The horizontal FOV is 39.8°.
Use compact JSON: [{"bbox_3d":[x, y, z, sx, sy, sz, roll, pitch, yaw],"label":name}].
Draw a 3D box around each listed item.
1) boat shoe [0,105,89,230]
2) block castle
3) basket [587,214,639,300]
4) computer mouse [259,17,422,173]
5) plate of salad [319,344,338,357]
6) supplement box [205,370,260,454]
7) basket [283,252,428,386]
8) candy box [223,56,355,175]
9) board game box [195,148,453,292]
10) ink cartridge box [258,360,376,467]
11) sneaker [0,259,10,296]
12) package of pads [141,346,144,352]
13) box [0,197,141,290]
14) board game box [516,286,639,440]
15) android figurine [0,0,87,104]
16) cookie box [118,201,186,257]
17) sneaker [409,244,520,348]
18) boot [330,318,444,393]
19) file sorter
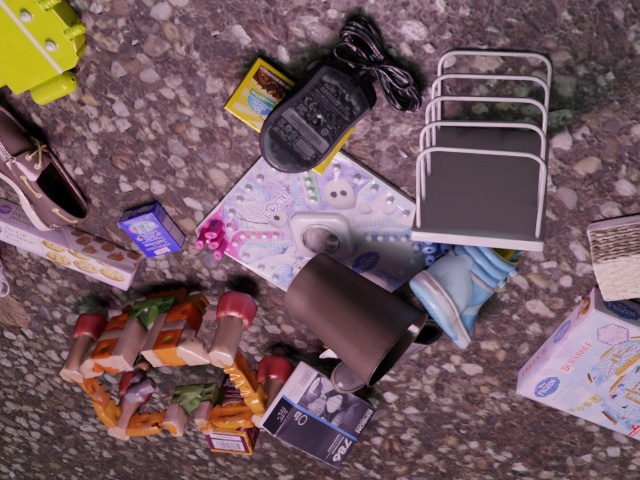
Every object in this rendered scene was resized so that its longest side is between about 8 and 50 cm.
[{"bbox_3d":[-0.559,-0.145,1.708,0.097,0.116,0.324,-6,135,16],"label":"boat shoe"},{"bbox_3d":[-0.315,0.266,1.962,0.454,0.212,0.303,-9,130,22],"label":"block castle"},{"bbox_3d":[0.560,0.028,1.540,0.167,0.103,0.113,-11,130,25],"label":"basket"},{"bbox_3d":[0.015,-0.219,1.456,0.272,0.072,0.188,-39,112,11],"label":"computer mouse"},{"bbox_3d":[0.086,0.193,1.823,0.200,0.200,0.048,-36,72,40],"label":"plate of salad"},{"bbox_3d":[-0.191,0.399,2.076,0.104,0.188,0.080,2,133,15],"label":"supplement box"},{"bbox_3d":[0.057,0.137,1.656,0.227,0.204,0.154,37,124,17],"label":"basket"},{"bbox_3d":[-0.052,-0.210,1.508,0.206,0.027,0.105,34,99,-16],"label":"candy box"},{"bbox_3d":[0.000,0.000,1.722,0.390,0.050,0.390,33,134,-16],"label":"board game box"},{"bbox_3d":[0.017,0.400,1.966,0.065,0.165,0.333,29,173,41],"label":"ink cartridge box"},{"bbox_3d":[-0.872,0.052,1.976,0.366,0.137,0.210,-1,131,13],"label":"sneaker"},{"bbox_3d":[-0.423,0.245,2.107,0.083,0.032,0.050,31,132,-14],"label":"package of pads"},{"bbox_3d":[-0.546,0.010,1.889,0.324,0.063,0.067,23,134,-6],"label":"box"},{"bbox_3d":[0.611,0.260,1.781,0.318,0.065,0.318,22,136,-5],"label":"board game box"},{"bbox_3d":[-0.521,-0.350,1.533,0.273,0.056,0.248,-14,128,30],"label":"android figurine"},{"bbox_3d":[-0.344,-0.020,1.813,0.092,0.040,0.107,-14,128,28],"label":"cookie box"},{"bbox_3d":[0.296,0.086,1.670,0.208,0.127,0.319,-41,158,0],"label":"sneaker"},{"bbox_3d":[0.137,0.240,1.830,0.076,0.190,0.208,62,148,5],"label":"boot"},{"bbox_3d":[0.250,-0.144,1.341,0.193,0.277,0.173,5,133,13],"label":"file sorter"}]
